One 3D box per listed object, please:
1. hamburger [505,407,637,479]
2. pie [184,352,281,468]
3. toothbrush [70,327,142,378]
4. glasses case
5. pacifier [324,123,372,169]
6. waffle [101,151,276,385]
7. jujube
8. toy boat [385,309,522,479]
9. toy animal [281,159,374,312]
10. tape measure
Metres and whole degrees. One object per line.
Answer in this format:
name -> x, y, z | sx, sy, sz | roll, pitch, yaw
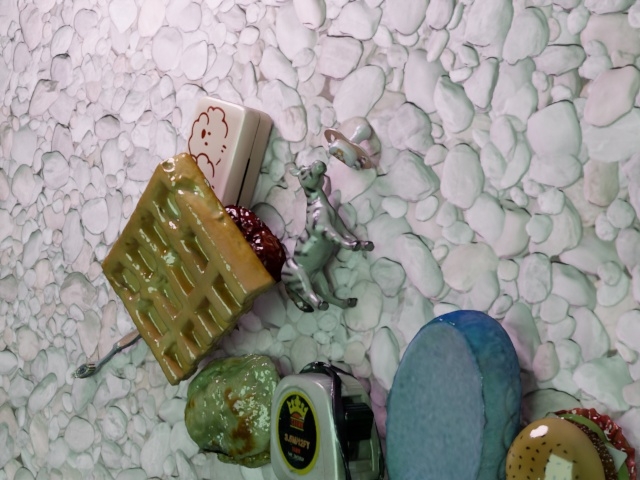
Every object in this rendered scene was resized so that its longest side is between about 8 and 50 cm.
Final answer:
hamburger -> 0.323, 0.309, 1.291 | 0.175, 0.137, 0.175 | -4, 84, 42
pie -> -0.149, 0.302, 1.707 | 0.248, 0.090, 0.201 | -13, 80, 41
toothbrush -> -0.376, 0.194, 1.943 | 0.375, 0.037, 0.028 | -34, 68, 29
glasses case -> -0.199, -0.092, 1.801 | 0.144, 0.076, 0.336 | 20, 98, 38
pacifier -> 0.055, -0.161, 1.619 | 0.099, 0.081, 0.078 | 35, 74, 12
waffle -> -0.251, 0.057, 1.722 | 0.304, 0.078, 0.348 | 54, 132, 18
jujube -> -0.121, 0.008, 1.704 | 0.104, 0.104, 0.166 | -35, 84, 31
toy boat -> 0.208, 0.260, 1.424 | 0.215, 0.123, 0.329 | 18, 105, 53
toy animal -> 0.013, -0.001, 1.617 | 0.170, 0.090, 0.255 | 9, 88, 44
tape measure -> 0.022, 0.301, 1.536 | 0.235, 0.115, 0.207 | 0, 86, 57
